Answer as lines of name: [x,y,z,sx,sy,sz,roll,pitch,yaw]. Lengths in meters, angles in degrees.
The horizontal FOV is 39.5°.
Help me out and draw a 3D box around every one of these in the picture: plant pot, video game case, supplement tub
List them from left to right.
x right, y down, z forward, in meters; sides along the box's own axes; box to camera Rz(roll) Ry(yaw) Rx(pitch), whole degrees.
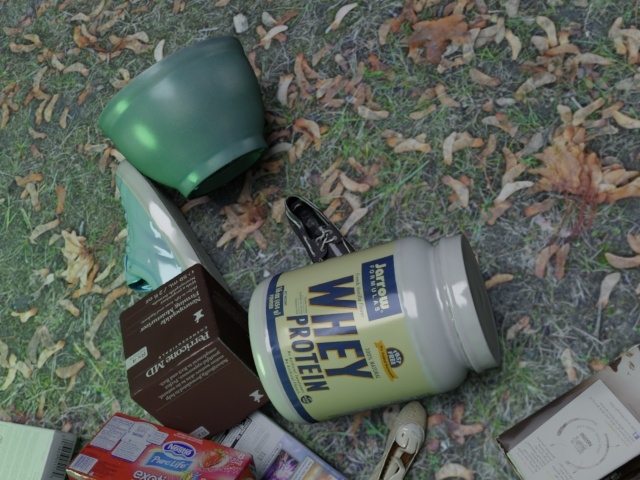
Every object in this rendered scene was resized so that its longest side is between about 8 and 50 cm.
plant pot: [-0.214,-0.196,1.582,0.293,0.293,0.196,-34,87,6]
video game case: [-0.102,0.425,1.377,0.244,0.061,0.269,32,83,31]
supplement tub: [0.082,0.128,1.324,0.325,0.235,0.235,-17,63,16]

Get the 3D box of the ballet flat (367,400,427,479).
ballet flat: [0.121,0.322,1.328,0.168,0.057,0.052,-65,17,-5]

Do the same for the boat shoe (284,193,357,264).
boat shoe: [0.000,0.000,1.510,0.075,0.065,0.206,-39,60,3]

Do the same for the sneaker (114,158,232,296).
sneaker: [-0.308,0.008,1.596,0.150,0.135,0.366,-37,59,1]

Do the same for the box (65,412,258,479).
box: [-0.228,0.367,1.322,0.257,0.123,0.128,10,39,25]

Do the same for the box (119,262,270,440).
box: [-0.199,0.182,1.423,0.168,0.167,0.203,-33,37,6]

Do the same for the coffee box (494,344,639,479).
coffee box: [0.399,0.244,1.184,0.297,0.168,0.119,-35,60,5]

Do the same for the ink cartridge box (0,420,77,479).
ink cartridge box: [-0.543,0.420,1.582,0.232,0.066,0.189,-5,66,44]
